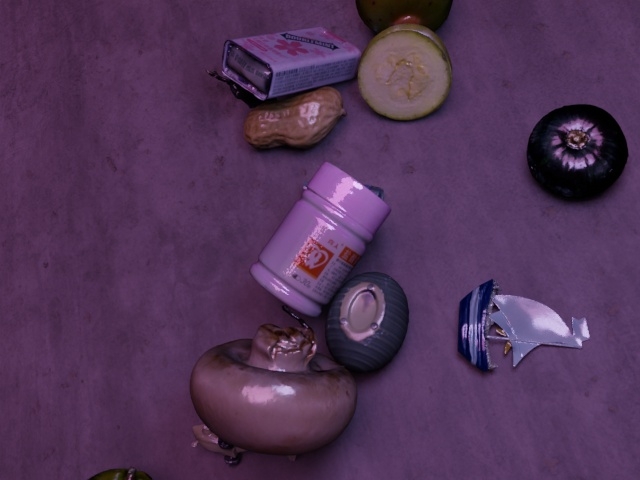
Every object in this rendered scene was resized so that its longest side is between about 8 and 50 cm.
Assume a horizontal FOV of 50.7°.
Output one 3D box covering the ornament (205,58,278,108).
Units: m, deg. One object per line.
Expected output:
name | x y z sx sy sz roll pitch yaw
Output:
ornament | -0.244 -0.460 1.929 0.236 0.202 0.080 44 103 28

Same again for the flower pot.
flower pot | 0.108 0.187 1.569 0.189 0.157 0.243 11 66 16

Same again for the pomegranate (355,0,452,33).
pomegranate | 0.243 -0.656 1.872 0.290 0.291 0.324 -13 89 9

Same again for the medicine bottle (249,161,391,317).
medicine bottle | 0.000 0.000 1.569 0.202 0.202 0.316 36 93 25

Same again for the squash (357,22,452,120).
squash | 0.219 -0.439 1.778 0.251 0.252 0.049 -3 34 13

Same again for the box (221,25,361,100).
box | -0.077 -0.484 1.828 0.190 0.112 0.369 37 42 28

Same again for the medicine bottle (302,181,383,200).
medicine bottle | 0.057 -0.122 1.763 0.208 0.090 0.054 8 111 18

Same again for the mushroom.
mushroom | -0.095 0.293 1.454 0.362 0.362 0.295 13 94 19

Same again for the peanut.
peanut | -0.073 -0.322 1.848 0.291 0.143 0.159 -13 46 11

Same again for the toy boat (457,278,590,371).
toy boat | 0.461 0.196 1.531 0.290 0.067 0.221 2 67 12

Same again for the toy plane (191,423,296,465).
toy plane | -0.168 0.465 1.565 0.286 0.092 0.108 9 44 20

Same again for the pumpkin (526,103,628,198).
pumpkin | 0.613 -0.212 1.615 0.233 0.163 0.233 -6 66 14

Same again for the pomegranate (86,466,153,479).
pomegranate | -0.438 0.647 1.499 0.203 0.222 0.277 -17 96 -2
